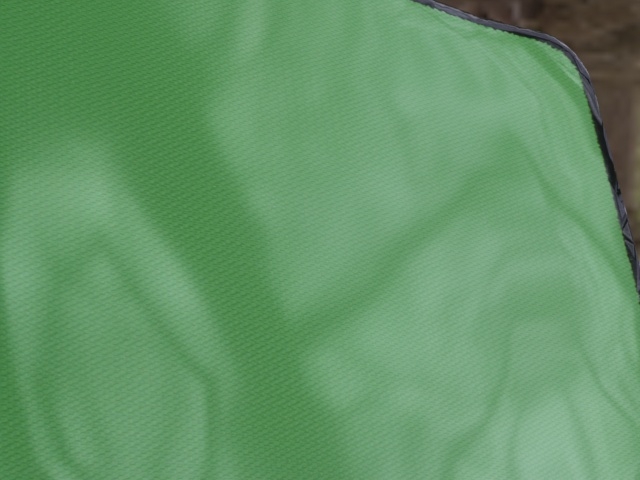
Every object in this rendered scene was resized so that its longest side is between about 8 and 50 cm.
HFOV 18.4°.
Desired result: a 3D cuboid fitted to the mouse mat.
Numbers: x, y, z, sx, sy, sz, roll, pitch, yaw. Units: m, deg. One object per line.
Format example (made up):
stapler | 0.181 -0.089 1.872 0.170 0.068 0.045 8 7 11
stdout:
mouse mat | 0.000 0.000 0.413 0.007 0.190 0.152 -39 -130 43
